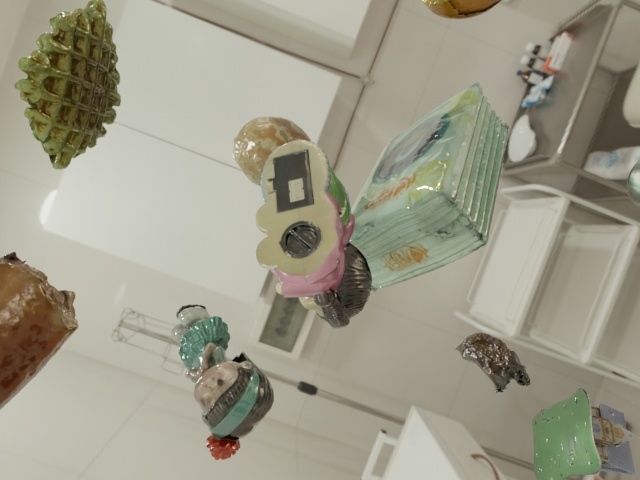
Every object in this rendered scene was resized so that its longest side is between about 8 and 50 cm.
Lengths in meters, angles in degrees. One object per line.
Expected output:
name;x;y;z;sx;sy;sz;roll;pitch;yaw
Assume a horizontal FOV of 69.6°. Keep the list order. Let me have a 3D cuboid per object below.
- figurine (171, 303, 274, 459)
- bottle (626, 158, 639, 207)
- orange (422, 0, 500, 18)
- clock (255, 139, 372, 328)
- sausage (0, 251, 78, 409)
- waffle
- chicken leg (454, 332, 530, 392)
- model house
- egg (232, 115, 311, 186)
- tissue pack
figurine;-0.173;0.221;0.766;0.245;0.110;0.137;47;117;37
bottle;0.410;-0.027;0.442;0.079;0.096;0.253;-51;12;16
orange;0.200;-0.385;0.623;0.134;0.157;0.156;-106;29;-41
clock;0.000;0.000;0.578;0.195;0.100;0.193;59;-158;-57
sausage;-0.279;0.112;0.254;0.302;0.103;0.076;-38;-18;-32
waffle;-0.362;-0.229;0.687;0.214;0.054;0.207;106;179;-52
chicken leg;0.406;0.283;1.100;0.105;0.063;0.234;-58;26;8
model house;0.386;0.296;0.662;0.167;0.088;0.117;100;-177;-51
egg;-0.115;-0.227;1.214;0.195;0.233;0.194;-35;50;57
tissue pack;0.212;-0.111;0.933;0.287;0.162;0.388;-31;23;45
